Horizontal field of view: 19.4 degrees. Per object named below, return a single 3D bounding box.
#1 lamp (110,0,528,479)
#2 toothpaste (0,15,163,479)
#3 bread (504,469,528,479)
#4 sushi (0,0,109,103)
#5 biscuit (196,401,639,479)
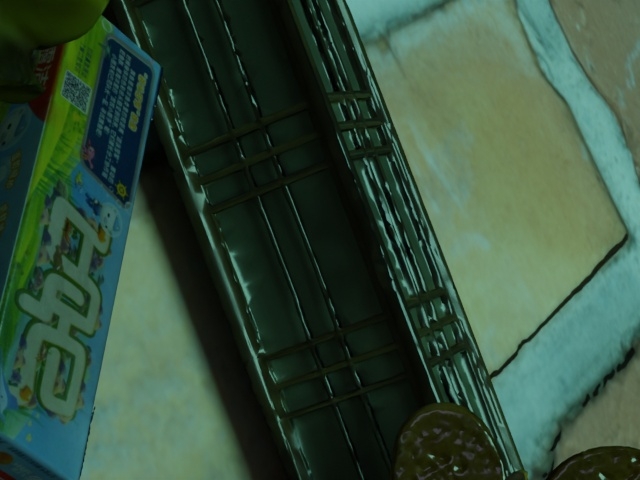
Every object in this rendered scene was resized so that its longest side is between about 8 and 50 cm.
[{"bbox_3d":[0.000,0.000,0.771,0.089,0.090,0.325,-15,85,-68],"label":"lamp"},{"bbox_3d":[-0.108,-0.006,0.665,0.070,0.044,0.193,42,40,-36],"label":"toothpaste"},{"bbox_3d":[0.019,0.242,0.493,0.207,0.279,0.279,40,43,-33],"label":"bread"},{"bbox_3d":[-0.154,-0.222,0.504,0.328,0.328,0.285,23,74,2],"label":"sushi"},{"bbox_3d":[0.047,0.131,0.692,0.031,0.205,0.138,75,-2,-78],"label":"biscuit"}]
